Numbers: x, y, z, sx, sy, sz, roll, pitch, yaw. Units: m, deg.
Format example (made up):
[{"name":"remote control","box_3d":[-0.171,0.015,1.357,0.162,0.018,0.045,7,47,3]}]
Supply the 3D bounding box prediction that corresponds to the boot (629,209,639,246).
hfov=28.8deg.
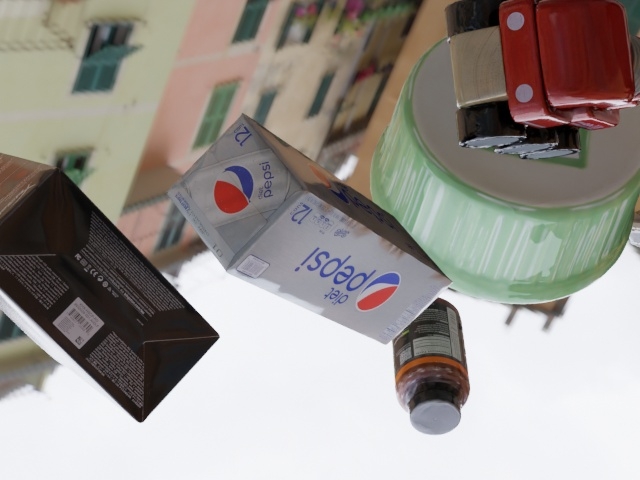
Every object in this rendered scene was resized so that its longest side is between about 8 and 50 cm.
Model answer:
[{"name":"boot","box_3d":[0.613,0.097,1.808,0.377,0.284,0.138,11,-155,44]}]

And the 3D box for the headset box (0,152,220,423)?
[{"name":"headset box","box_3d":[-0.251,0.031,1.169,0.218,0.110,0.293,49,164,-24]}]

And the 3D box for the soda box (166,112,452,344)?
[{"name":"soda box","box_3d":[0.000,0.000,1.049,0.098,0.091,0.286,50,-169,30]}]

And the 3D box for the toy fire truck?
[{"name":"toy fire truck","box_3d":[0.253,-0.128,1.033,0.246,0.158,0.217,-8,175,29]}]

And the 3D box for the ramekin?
[{"name":"ramekin","box_3d":[0.213,-0.096,1.357,0.303,0.148,0.303,3,-125,-5]}]

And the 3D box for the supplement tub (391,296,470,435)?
[{"name":"supplement tub","box_3d":[0.153,0.176,1.731,0.106,0.106,0.198,17,-143,-13]}]
